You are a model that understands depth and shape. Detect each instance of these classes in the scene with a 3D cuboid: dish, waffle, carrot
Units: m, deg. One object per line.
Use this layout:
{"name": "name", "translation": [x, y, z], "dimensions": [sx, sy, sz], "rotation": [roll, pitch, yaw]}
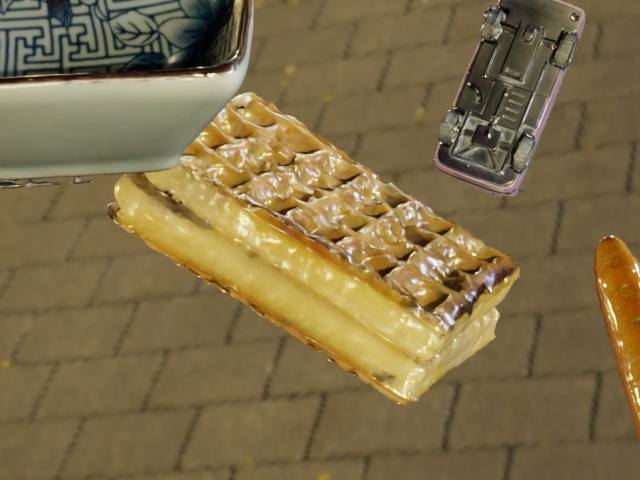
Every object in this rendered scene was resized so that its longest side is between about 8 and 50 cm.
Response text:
{"name": "dish", "translation": [-0.156, -0.079, 0.889], "dimensions": [0.243, 0.080, 0.182], "rotation": [-2, 24, 0]}
{"name": "waffle", "translation": [-0.001, 0.001, 1.370], "dimensions": [0.308, 0.091, 0.213], "rotation": [32, 25, 14]}
{"name": "carrot", "translation": [0.187, 0.107, 0.875], "dimensions": [0.043, 0.043, 0.248], "rotation": [-18, 66, 9]}

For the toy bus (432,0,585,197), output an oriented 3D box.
{"name": "toy bus", "translation": [0.185, -0.140, 1.620], "dimensions": [0.096, 0.108, 0.199], "rotation": [21, 81, 12]}
